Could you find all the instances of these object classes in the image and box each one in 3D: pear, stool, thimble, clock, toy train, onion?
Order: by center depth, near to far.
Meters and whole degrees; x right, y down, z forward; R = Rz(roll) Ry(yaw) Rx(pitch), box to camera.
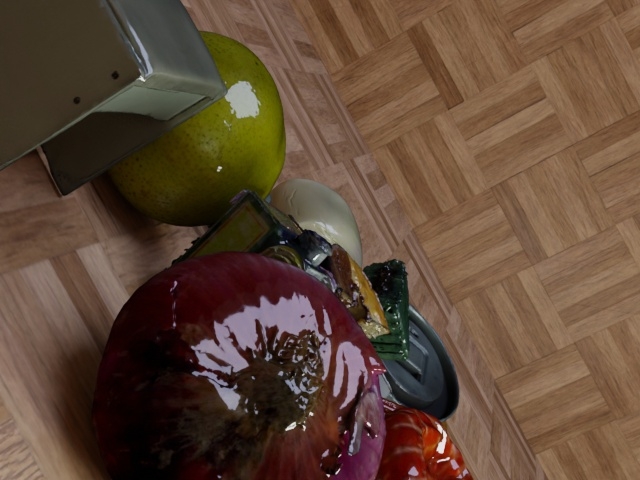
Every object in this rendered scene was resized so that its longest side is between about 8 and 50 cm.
[{"bbox_3d":[-0.281,-0.178,0.992,0.170,0.270,0.243,61,14,3],"label":"stool"},{"bbox_3d":[-0.100,0.192,1.020,0.348,0.285,0.347,10,69,-26],"label":"onion"},{"bbox_3d":[-0.102,0.068,1.218,0.177,0.261,0.134,49,7,29],"label":"toy train"},{"bbox_3d":[-0.188,-0.165,1.296,0.294,0.294,0.294,55,16,-24],"label":"pear"},{"bbox_3d":[0.112,0.428,1.305,0.350,0.231,0.350,55,18,-26],"label":"thimble"},{"bbox_3d":[0.175,0.262,1.955,0.325,0.067,0.325,34,35,-28],"label":"clock"}]

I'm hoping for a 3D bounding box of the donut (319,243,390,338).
[{"bbox_3d":[0.031,0.092,1.511,0.217,0.085,0.141,43,24,-49],"label":"donut"}]

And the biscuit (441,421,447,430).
[{"bbox_3d":[0.203,0.361,2.082,0.339,0.047,0.216,46,28,-43],"label":"biscuit"}]

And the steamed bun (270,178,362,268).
[{"bbox_3d":[0.000,0.000,1.844,0.250,0.155,0.200,50,18,-35],"label":"steamed bun"}]

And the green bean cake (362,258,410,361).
[{"bbox_3d":[0.123,0.116,1.784,0.193,0.107,0.208,73,20,-48],"label":"green bean cake"}]

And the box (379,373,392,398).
[{"bbox_3d":[-0.003,0.185,1.600,0.299,0.106,0.200,61,14,5],"label":"box"}]

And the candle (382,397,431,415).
[{"bbox_3d":[0.072,0.281,1.452,0.302,0.084,0.059,21,3,-11],"label":"candle"}]

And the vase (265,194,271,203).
[{"bbox_3d":[-0.203,-0.168,1.527,0.299,0.143,0.143,61,14,-16],"label":"vase"}]
